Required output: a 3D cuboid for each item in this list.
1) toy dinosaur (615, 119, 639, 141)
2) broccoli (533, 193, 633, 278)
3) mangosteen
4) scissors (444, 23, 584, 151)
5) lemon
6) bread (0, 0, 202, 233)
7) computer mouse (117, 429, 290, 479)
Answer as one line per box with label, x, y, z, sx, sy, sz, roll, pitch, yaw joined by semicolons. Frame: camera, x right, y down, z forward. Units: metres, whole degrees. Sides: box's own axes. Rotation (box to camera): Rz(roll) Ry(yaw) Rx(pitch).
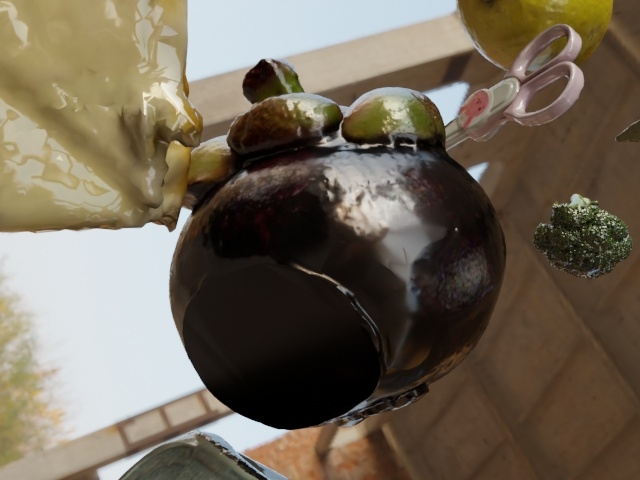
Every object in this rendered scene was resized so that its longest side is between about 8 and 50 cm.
toy dinosaur;0.599;-0.197;1.408;0.206;0.327;0.113;49;1;-25
broccoli;0.429;-0.007;1.603;0.146;0.162;0.137;-33;-136;35
mangosteen;-0.001;0.004;0.767;0.288;0.233;0.287;18;-47;21
scissors;0.175;-0.133;1.040;0.242;0.030;0.118;-31;-143;39
lemon;0.245;-0.273;1.117;0.170;0.207;0.170;-3;-95;41
bread;-0.238;-0.193;0.543;0.371;0.279;0.390;-151;-128;-68
computer mouse;-0.043;0.270;0.691;0.374;0.203;0.114;33;-19;54
